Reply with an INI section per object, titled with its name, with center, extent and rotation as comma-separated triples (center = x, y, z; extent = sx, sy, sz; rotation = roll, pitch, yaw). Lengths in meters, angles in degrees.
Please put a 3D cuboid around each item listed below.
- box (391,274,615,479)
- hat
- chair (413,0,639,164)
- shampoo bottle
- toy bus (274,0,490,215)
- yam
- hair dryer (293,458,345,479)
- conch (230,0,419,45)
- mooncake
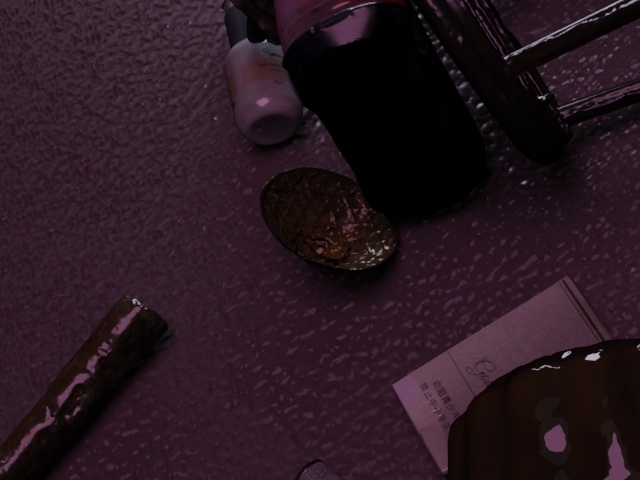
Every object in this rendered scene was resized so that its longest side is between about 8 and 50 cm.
[box]
center = 0.174, 0.126, 1.464
extent = 0.198, 0.029, 0.109
rotation = -32, 55, 3
[hat]
center = 0.000, 0.000, 1.591
extent = 0.146, 0.067, 0.146
rotation = 14, 41, -12
[chair]
center = 0.291, -0.297, 1.462
extent = 0.410, 0.362, 0.364
rotation = -34, 72, 14
[shampoo bottle]
center = -0.068, -0.193, 1.717
extent = 0.074, 0.074, 0.192
rotation = -19, 55, 10
[toy bus]
center = 0.056, -0.146, 1.506
extent = 0.127, 0.302, 0.147
rotation = -23, 52, 11
[yam]
center = -0.259, 0.172, 1.589
extent = 0.061, 0.061, 0.274
rotation = 33, 78, 33
[hair dryer]
center = -0.007, 0.310, 1.427
extent = 0.155, 0.044, 0.183
rotation = 37, 84, 35
[conch]
center = -0.004, -0.309, 1.633
extent = 0.241, 0.186, 0.313
rotation = -35, 89, -26
[mooncake]
center = 0.237, 0.190, 1.246
extent = 0.290, 0.290, 0.161
rotation = -11, 56, 15
